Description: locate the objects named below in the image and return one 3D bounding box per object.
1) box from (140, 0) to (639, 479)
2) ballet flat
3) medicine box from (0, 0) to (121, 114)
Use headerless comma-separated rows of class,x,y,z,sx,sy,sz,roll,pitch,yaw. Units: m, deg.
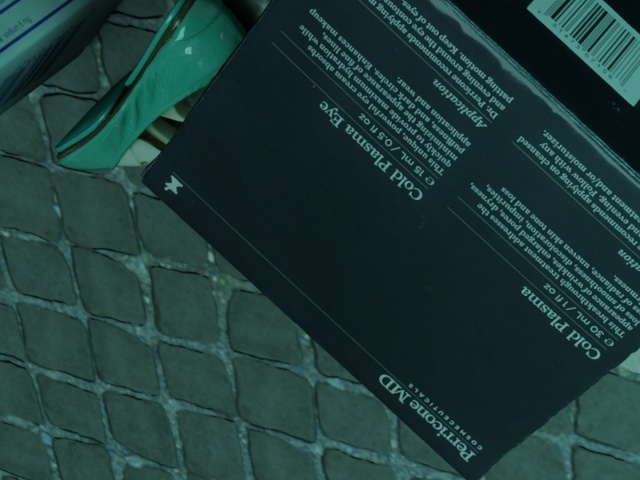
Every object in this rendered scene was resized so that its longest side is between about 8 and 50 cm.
box,0.102,-0.057,1.247,0.343,0.179,0.312,43,134,0
ballet flat,-0.133,-0.108,1.441,0.087,0.083,0.247,39,136,-10
medicine box,-0.326,-0.229,1.350,0.289,0.263,0.149,45,135,-2
